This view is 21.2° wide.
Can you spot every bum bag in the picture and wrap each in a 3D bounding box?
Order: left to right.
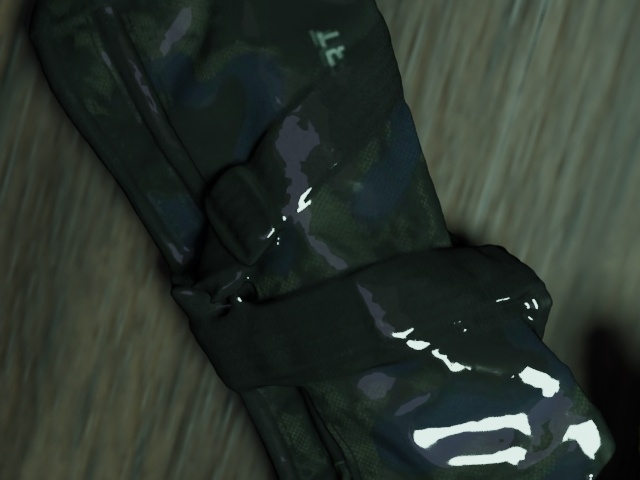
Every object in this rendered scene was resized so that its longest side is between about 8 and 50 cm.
[{"bbox_3d":[0.000,0.000,0.659,0.137,0.074,0.310,-28,91,15],"label":"bum bag"}]

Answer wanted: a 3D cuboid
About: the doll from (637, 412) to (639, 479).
[{"bbox_3d":[0.168,0.102,0.627,0.137,0.097,0.209,26,107,-35],"label":"doll"}]
